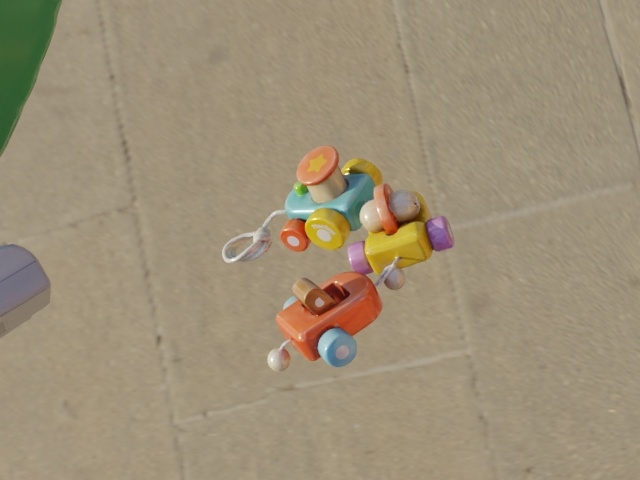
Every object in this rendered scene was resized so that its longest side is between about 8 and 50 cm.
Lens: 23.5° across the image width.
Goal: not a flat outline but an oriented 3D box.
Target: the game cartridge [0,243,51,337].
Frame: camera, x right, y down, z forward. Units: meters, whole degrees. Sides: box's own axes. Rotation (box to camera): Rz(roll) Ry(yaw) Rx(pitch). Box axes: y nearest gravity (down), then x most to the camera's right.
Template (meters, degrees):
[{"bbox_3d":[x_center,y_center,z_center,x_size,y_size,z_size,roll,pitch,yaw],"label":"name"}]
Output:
[{"bbox_3d":[-0.347,0.102,1.209,0.294,0.196,0.060,-34,93,-13],"label":"game cartridge"}]

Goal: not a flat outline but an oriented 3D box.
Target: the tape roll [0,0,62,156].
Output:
[{"bbox_3d":[-0.186,-0.138,0.440,0.321,0.077,0.321,6,99,46],"label":"tape roll"}]

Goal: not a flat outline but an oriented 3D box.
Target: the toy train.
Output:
[{"bbox_3d":[0.000,0.000,0.847,0.125,0.046,0.166,-31,31,-8],"label":"toy train"}]
